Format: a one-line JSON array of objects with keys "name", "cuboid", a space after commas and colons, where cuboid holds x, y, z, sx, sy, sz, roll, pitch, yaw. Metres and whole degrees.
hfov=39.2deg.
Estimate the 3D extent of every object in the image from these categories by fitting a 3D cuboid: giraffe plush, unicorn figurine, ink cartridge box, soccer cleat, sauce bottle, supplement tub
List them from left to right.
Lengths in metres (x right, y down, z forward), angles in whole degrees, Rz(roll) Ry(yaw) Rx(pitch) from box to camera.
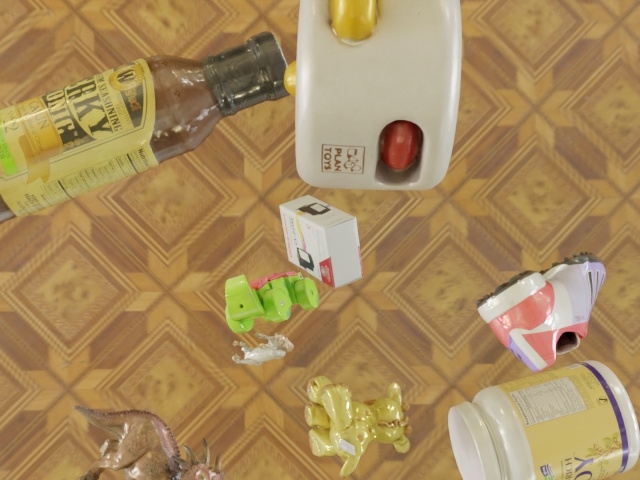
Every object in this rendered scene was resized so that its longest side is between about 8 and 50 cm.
[{"name": "sauce bottle", "cuboid": [-0.198, -0.124, 0.920, 0.344, 0.111, 0.111, -23, 87, -5]}, {"name": "unicorn figurine", "cuboid": [-0.124, 0.220, 1.780, 0.162, 0.111, 0.060, -3, 69, 33]}, {"name": "ink cartridge box", "cuboid": [0.000, 0.000, 1.727, 0.072, 0.175, 0.127, -21, 117, -25]}, {"name": "giraffe plush", "cuboid": [0.087, 0.353, 1.771, 0.170, 0.210, 0.181, -8, 115, -27]}, {"name": "supplement tub", "cuboid": [0.455, 0.399, 1.857, 0.331, 0.241, 0.241, -14, 86, -9]}, {"name": "soccer cleat", "cuboid": [0.320, 0.094, 1.213, 0.108, 0.318, 0.116, -39, 74, 32]}]

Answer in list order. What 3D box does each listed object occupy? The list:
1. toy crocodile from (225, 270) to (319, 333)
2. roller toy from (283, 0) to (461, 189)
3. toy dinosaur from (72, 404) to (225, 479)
[{"name": "toy crocodile", "cuboid": [-0.097, 0.109, 1.783, 0.115, 0.340, 0.105, -18, 88, 23]}, {"name": "roller toy", "cuboid": [0.041, -0.140, 0.792, 0.146, 0.209, 0.191, 2, 99, 0]}, {"name": "toy dinosaur", "cuboid": [-0.259, 0.352, 1.428, 0.200, 0.127, 0.295, -41, 74, 15]}]
